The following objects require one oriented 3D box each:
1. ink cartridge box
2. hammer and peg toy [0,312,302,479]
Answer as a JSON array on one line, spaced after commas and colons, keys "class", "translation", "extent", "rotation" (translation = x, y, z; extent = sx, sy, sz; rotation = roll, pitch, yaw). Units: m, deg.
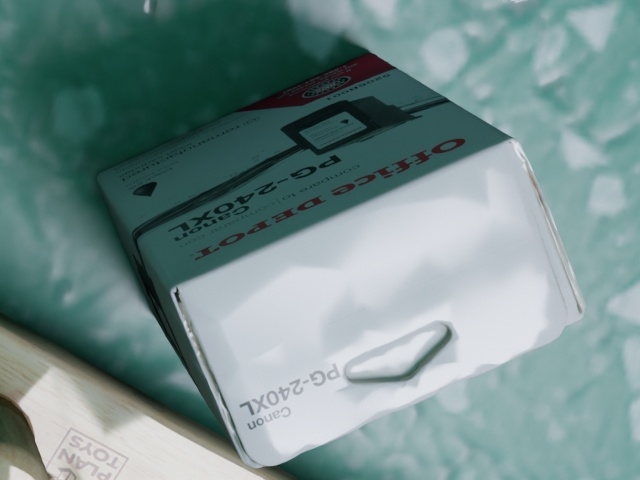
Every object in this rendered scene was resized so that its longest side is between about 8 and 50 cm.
[{"class": "ink cartridge box", "translation": [0.000, 0.000, 0.618], "extent": [0.109, 0.150, 0.063], "rotation": [-24, 109, -8]}, {"class": "hammer and peg toy", "translation": [-0.124, 0.148, 0.635], "extent": [0.361, 0.127, 0.266], "rotation": [32, 94, -20]}]
